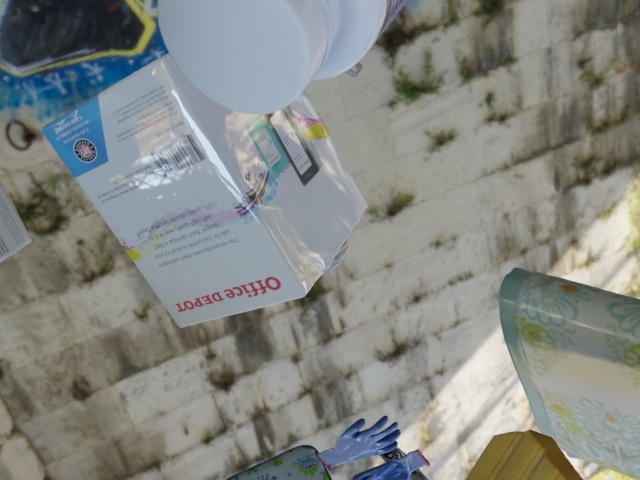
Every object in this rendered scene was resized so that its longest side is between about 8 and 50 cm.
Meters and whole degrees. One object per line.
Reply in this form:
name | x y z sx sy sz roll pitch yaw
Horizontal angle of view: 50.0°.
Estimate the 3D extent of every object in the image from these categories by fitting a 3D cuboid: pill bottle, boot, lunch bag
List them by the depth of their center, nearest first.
pill bottle | -0.005 -0.157 0.387 0.112 0.112 0.187 4 -136 30
lunch bag | -0.076 0.504 1.291 0.219 0.090 0.176 -19 -120 -20
boot | 0.193 0.544 1.622 0.069 0.086 0.190 -43 -151 -7

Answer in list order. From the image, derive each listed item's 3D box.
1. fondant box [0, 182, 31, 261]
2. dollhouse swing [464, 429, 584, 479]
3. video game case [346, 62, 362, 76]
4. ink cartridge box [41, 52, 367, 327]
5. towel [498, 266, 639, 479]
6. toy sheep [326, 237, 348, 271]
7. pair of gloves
fondant box | -0.538 0.045 0.769 0.238 0.096 0.330 2 -148 36
dollhouse swing | 0.051 0.332 0.561 0.315 0.305 0.347 9 -162 -10
video game case | -0.074 -0.314 0.927 0.196 0.026 0.274 43 -164 24
ink cartridge box | -0.115 -0.077 0.769 0.198 0.270 0.197 -17 -157 34
towel | 0.408 0.199 0.854 0.320 0.374 0.090 13 -125 41
toy sheep | 0.000 0.000 1.040 0.091 0.132 0.091 3 -125 -5
pair of gloves | 0.096 0.387 1.213 0.159 0.198 0.023 -32 -151 18
